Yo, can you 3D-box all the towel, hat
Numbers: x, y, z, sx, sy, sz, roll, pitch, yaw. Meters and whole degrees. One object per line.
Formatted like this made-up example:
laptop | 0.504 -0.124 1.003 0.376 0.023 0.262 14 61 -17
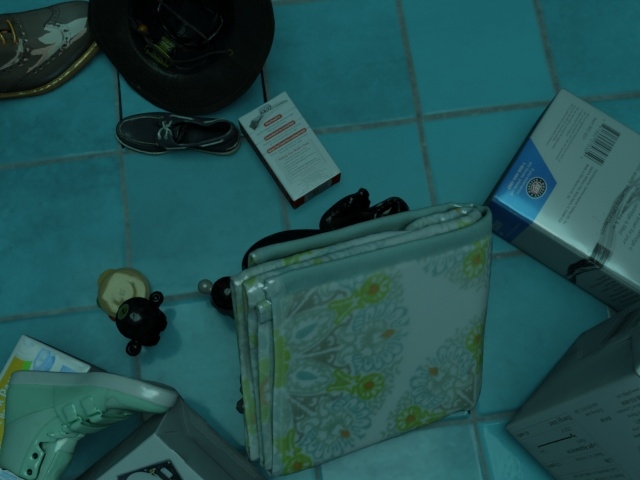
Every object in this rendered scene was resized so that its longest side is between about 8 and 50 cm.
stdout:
towel | 0.065 0.130 1.017 0.374 0.090 0.321 -13 120 -23
hat | -0.202 -0.374 1.211 0.331 0.331 0.134 23 37 4

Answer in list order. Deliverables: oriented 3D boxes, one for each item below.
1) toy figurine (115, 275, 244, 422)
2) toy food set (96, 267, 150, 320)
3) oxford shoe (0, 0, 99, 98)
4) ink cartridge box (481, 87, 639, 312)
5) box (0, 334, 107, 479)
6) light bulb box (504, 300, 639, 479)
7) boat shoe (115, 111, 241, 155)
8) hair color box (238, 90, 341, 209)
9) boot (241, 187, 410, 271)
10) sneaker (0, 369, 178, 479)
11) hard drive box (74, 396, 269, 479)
toy figurine | -0.174 0.161 1.090 0.209 0.148 0.213 -16 76 -6
toy food set | -0.305 0.083 1.172 0.083 0.020 0.083 -3 75 -3
oxford shoe | -0.515 -0.301 1.207 0.363 0.133 0.130 -28 77 -9
ink cartridge box | 0.437 -0.052 1.181 0.307 0.129 0.223 33 76 7
box | -0.412 0.253 1.079 0.114 0.103 0.203 23 75 4
light bulb box | 0.495 0.267 0.968 0.361 0.358 0.225 45 66 8
boat shoe | -0.232 -0.180 1.222 0.206 0.065 0.075 5 75 -1
hair color box | -0.050 -0.146 1.227 0.093 0.053 0.167 -32 80 -9
boot | 0.000 0.000 1.110 0.246 0.207 0.094 -9 75 -4
sneaker | -0.295 0.245 0.957 0.255 0.094 0.151 -4 71 24
hard drive box | -0.211 0.345 0.993 0.232 0.089 0.181 -41 100 21
